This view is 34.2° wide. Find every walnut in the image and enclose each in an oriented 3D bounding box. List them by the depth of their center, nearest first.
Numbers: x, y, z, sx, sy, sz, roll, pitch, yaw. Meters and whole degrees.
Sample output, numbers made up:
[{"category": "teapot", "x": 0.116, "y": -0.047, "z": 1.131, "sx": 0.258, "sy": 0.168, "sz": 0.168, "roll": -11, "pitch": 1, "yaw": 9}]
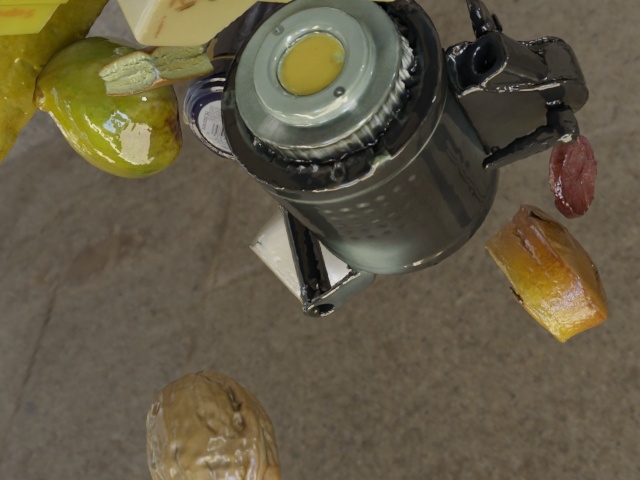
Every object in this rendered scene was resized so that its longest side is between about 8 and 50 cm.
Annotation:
[{"category": "walnut", "x": -0.155, "y": 0.302, "z": 1.504, "sx": 0.198, "sy": 0.198, "sz": 0.245, "roll": -32, "pitch": 59, "yaw": 26}]

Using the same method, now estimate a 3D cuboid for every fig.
[{"category": "fig", "x": -0.198, "y": -0.131, "z": 1.019, "sx": 0.121, "sy": 0.153, "sz": 0.136, "roll": -45, "pitch": -4, "yaw": -19}]

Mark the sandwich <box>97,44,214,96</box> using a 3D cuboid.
[{"category": "sandwich", "x": -0.121, "y": -0.127, "z": 0.762, "sx": 0.083, "sy": 0.031, "sz": 0.044, "roll": -19, "pitch": 7, "yaw": -6}]

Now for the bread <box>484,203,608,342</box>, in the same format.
[{"category": "bread", "x": 0.394, "y": 0.052, "z": 1.794, "sx": 0.142, "sy": 0.195, "sz": 0.270, "roll": -39, "pitch": 31, "yaw": 9}]

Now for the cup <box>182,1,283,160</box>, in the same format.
[{"category": "cup", "x": -0.092, "y": -0.224, "z": 1.481, "sx": 0.255, "sy": 0.178, "sz": 0.256, "roll": 119, "pitch": 171, "yaw": -54}]

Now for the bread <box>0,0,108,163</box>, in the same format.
[{"category": "bread", "x": -0.390, "y": -0.222, "z": 1.024, "sx": 0.233, "sy": 0.245, "sz": 0.362, "roll": 28, "pitch": 88, "yaw": 34}]

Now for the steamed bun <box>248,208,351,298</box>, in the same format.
[{"category": "steamed bun", "x": 0.000, "y": 0.000, "z": 1.466, "sx": 0.164, "sy": 0.146, "sz": 0.241, "roll": -41, "pitch": 1, "yaw": -5}]

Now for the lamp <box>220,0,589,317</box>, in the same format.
[{"category": "lamp", "x": 0.030, "y": -0.096, "z": 0.951, "sx": 0.374, "sy": 0.272, "sz": 0.205, "roll": -32, "pitch": 56, "yaw": 31}]

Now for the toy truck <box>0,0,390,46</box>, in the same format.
[{"category": "toy truck", "x": -0.078, "y": -0.213, "z": 0.527, "sx": 0.181, "sy": 0.405, "sz": 0.254, "roll": 57, "pitch": 134, "yaw": 19}]

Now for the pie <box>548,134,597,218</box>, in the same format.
[{"category": "pie", "x": 0.438, "y": -0.111, "z": 1.804, "sx": 0.036, "sy": 0.154, "sz": 0.154, "roll": 3, "pitch": 61, "yaw": 39}]
